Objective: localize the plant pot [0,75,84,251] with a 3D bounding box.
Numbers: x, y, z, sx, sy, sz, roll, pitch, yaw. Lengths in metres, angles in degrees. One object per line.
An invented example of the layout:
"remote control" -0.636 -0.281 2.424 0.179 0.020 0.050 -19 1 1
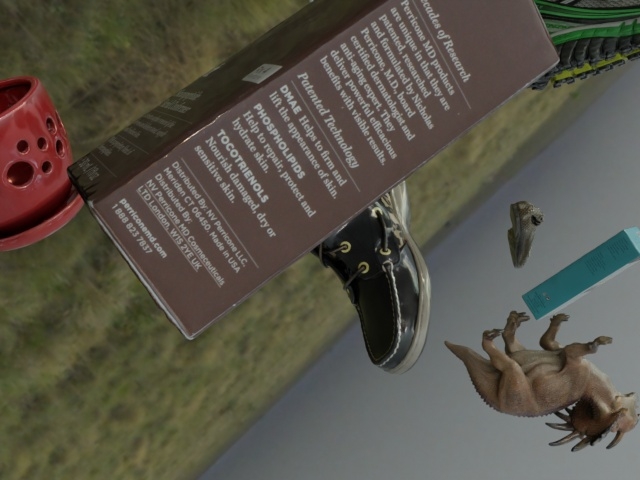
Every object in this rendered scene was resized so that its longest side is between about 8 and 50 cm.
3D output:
"plant pot" -0.410 -0.094 1.084 0.191 0.174 0.191 -14 -147 10

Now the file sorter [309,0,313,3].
"file sorter" 0.118 -0.504 1.565 0.278 0.193 0.173 -6 150 15

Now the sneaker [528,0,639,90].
"sneaker" 0.408 -0.312 1.077 0.343 0.146 0.134 -13 172 24

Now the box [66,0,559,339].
"box" -0.014 -0.103 0.712 0.381 0.143 0.191 -36 -158 -12

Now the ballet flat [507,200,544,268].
"ballet flat" 0.394 -0.011 1.618 0.058 0.084 0.250 -11 155 6

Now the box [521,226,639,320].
"box" 0.521 0.066 1.646 0.244 0.060 0.100 -39 162 30

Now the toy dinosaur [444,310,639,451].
"toy dinosaur" 0.327 0.219 1.247 0.127 0.296 0.200 -42 131 -71

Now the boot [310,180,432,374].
"boot" 0.000 0.000 1.196 0.138 0.284 0.377 -45 -141 46
